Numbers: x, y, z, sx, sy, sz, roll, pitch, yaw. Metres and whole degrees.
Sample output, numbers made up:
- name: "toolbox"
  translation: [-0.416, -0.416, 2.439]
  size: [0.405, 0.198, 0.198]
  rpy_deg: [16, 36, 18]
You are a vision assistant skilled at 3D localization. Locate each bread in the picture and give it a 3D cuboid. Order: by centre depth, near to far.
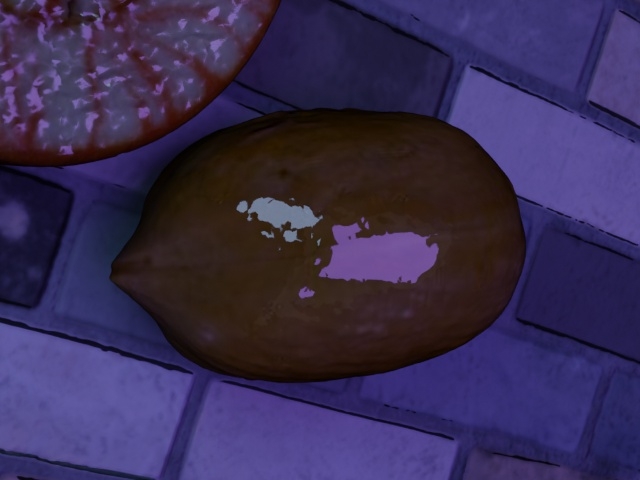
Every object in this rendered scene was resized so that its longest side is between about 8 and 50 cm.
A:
- name: "bread"
  translation: [-0.175, -0.195, 0.739]
  size: [0.328, 0.114, 0.295]
  rpy_deg: [-12, 104, -30]

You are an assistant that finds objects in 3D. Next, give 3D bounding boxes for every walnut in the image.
- name: "walnut"
  translation: [0.000, 0.000, 0.830]
  size: [0.298, 0.203, 0.203]
  rpy_deg: [-3, 100, -27]
